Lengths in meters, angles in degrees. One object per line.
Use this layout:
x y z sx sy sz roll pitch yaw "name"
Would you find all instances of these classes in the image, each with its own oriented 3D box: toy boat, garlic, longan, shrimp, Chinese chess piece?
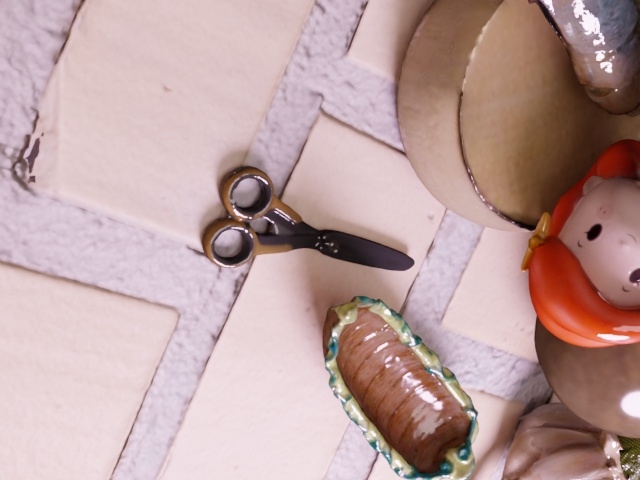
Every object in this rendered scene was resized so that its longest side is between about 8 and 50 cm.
0.062 0.126 0.795 0.108 0.099 0.293 -45 131 -11 "toy boat"
0.245 0.266 0.953 0.194 0.127 0.131 -29 102 9 "garlic"
0.345 0.083 0.870 0.246 0.246 0.215 -68 164 5 "longan"
0.237 -0.230 0.682 0.289 0.075 0.178 41 76 -32 "shrimp"
0.190 -0.130 0.781 0.249 0.103 0.250 -10 110 -28 "Chinese chess piece"

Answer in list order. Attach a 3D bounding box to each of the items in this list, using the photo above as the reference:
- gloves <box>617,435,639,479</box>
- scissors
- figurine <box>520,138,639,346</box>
0.414 0.209 1.027 0.268 0.135 0.107 -44 165 -10 "gloves"
0.000 0.000 0.761 0.220 0.017 0.088 16 97 -35 "scissors"
0.297 -0.029 0.700 0.181 0.208 0.257 30 128 -10 "figurine"
